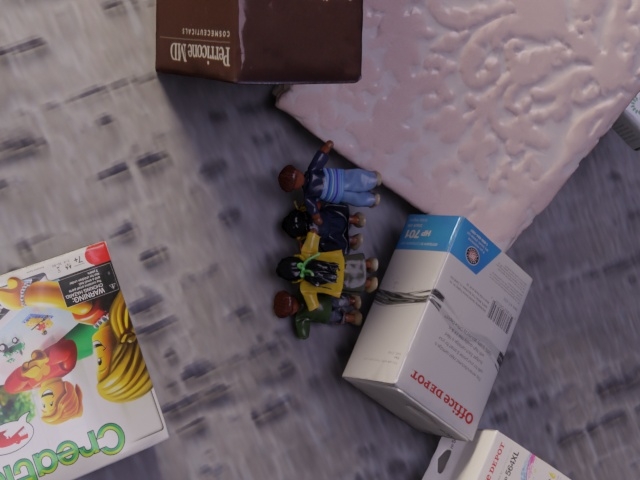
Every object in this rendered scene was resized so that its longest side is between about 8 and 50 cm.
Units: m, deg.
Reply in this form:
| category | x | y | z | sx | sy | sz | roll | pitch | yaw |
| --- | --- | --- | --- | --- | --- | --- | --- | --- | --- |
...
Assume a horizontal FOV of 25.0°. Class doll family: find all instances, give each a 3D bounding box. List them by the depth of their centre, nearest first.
| category | x | y | z | sx | sy | sz | roll | pitch | yaw |
| --- | --- | --- | --- | --- | --- | --- | --- | --- | --- |
| doll family | 0.000 | 0.000 | 1.432 | 0.111 | 0.076 | 0.193 | 6 | 78 | -26 |

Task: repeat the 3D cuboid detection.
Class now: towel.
| category | x | y | z | sx | sy | sz | roll | pitch | yaw |
| --- | --- | --- | --- | --- | --- | --- | --- | --- | --- |
| towel | 0.165 | -0.184 | 1.462 | 0.317 | 0.053 | 0.332 | 34 | 104 | -20 |

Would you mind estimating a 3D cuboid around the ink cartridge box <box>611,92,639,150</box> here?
| category | x | y | z | sx | sy | sz | roll | pitch | yaw |
| --- | --- | --- | --- | --- | --- | --- | --- | --- | --- |
| ink cartridge box | 0.347 | -0.325 | 1.583 | 0.324 | 0.071 | 0.330 | -44 | 92 | -13 |

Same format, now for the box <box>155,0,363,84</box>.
| category | x | y | z | sx | sy | sz | roll | pitch | yaw |
| --- | --- | --- | --- | --- | --- | --- | --- | --- | --- |
| box | -0.059 | -0.337 | 1.320 | 0.143 | 0.191 | 0.381 | -6 | 101 | -28 |

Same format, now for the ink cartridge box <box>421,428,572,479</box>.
| category | x | y | z | sx | sy | sz | roll | pitch | yaw |
| --- | --- | --- | --- | --- | --- | --- | --- | --- | --- |
| ink cartridge box | 0.177 | 0.259 | 1.489 | 0.143 | 0.090 | 0.092 | 34 | 69 | -22 |

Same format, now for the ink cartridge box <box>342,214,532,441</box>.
| category | x | y | z | sx | sy | sz | roll | pitch | yaw |
| --- | --- | --- | --- | --- | --- | --- | --- | --- | --- |
| ink cartridge box | 0.122 | 0.088 | 1.465 | 0.139 | 0.082 | 0.191 | 39 | 68 | -38 |

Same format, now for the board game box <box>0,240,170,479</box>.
| category | x | y | z | sx | sy | sz | roll | pitch | yaw |
| --- | --- | --- | --- | --- | --- | --- | --- | --- | --- |
| board game box | -0.299 | 0.138 | 1.254 | 0.305 | 0.053 | 0.193 | -21 | 95 | -30 |
